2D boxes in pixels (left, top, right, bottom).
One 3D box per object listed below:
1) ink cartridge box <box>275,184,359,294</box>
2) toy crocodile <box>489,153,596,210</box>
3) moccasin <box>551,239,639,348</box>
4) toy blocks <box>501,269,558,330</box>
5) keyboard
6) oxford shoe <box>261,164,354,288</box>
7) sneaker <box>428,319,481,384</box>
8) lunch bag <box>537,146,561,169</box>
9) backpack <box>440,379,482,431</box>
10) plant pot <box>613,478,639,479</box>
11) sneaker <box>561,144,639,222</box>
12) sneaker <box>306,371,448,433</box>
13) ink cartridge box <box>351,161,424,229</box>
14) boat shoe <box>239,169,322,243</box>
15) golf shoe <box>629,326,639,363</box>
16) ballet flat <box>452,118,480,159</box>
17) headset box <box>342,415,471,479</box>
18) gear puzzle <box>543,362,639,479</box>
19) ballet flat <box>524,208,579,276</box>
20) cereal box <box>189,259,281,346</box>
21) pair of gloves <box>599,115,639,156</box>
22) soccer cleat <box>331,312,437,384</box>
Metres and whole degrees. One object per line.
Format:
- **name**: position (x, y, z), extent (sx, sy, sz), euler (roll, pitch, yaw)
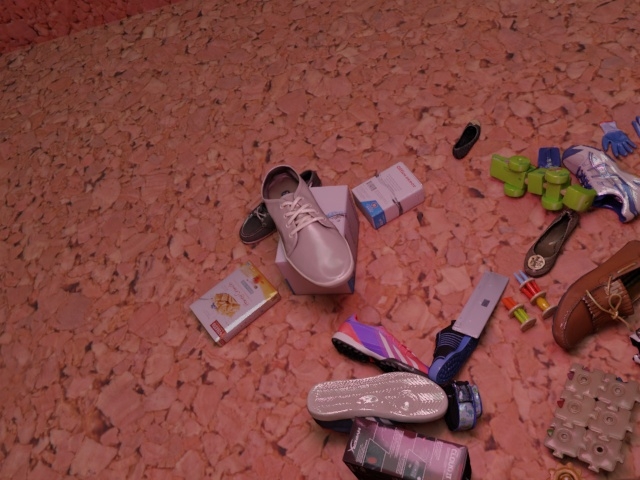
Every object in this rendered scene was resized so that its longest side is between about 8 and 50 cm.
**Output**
- **ink cartridge box**: position (0.000, 0.000, 1.854), extent (0.197, 0.198, 0.270), euler (-3, 55, 15)
- **toy crocodile**: position (0.650, -0.180, 1.827), extent (0.105, 0.115, 0.340), euler (-25, 36, -31)
- **moccasin**: position (0.750, 0.148, 1.570), extent (0.379, 0.139, 0.147), euler (-31, 27, -16)
- **toy blocks**: position (0.552, 0.159, 1.673), extent (0.123, 0.054, 0.148), euler (-28, 53, -5)
- **keyboard**: position (0.443, 0.170, 1.679), extent (0.072, 0.014, 0.256), euler (23, 47, 22)
- **oxford shoe**: position (-0.052, -0.049, 1.701), extent (0.169, 0.130, 0.449), euler (-27, 54, -5)
- **sneaker**: position (0.332, 0.288, 1.607), extent (0.090, 0.082, 0.232), euler (17, 35, 37)
- **lunch bag**: position (0.710, -0.247, 1.901), extent (0.067, 0.065, 0.099), euler (0, 57, 16)
- **backpack**: position (0.354, 0.414, 1.525), extent (0.084, 0.105, 0.115), euler (1, 64, -8)
- **plant pot**: position (0.643, 0.582, 1.218), extent (0.256, 0.274, 0.257), euler (-8, 54, 11)
- **sneaker**: position (0.814, -0.170, 1.791), extent (0.131, 0.112, 0.296), euler (-39, 54, -11)
- **sneaker**: position (0.145, 0.425, 1.555), extent (0.349, 0.148, 0.131), euler (-1, 48, 9)
- **ink cartridge box**: position (0.217, -0.145, 1.963), extent (0.190, 0.082, 0.140), euler (-29, 54, -6)
- **boat shoe**: position (-0.142, -0.122, 2.042), extent (0.335, 0.096, 0.112), euler (-36, 54, -10)
- **golf shoe**: position (0.828, 0.224, 1.536), extent (0.093, 0.077, 0.198), euler (6, 57, 20)
- **ballet flat**: position (0.491, -0.343, 2.041), extent (0.057, 0.049, 0.173), euler (19, 63, 26)
- **headset box**: position (0.221, 0.523, 1.415), extent (0.293, 0.218, 0.110), euler (9, 61, 21)
- **gear puzzle**: position (0.630, 0.459, 1.441), extent (0.175, 0.044, 0.339), euler (14, 57, 33)
- **ballet flat**: position (0.662, 0.000, 1.749), extent (0.084, 0.058, 0.250), euler (32, 70, 32)
- **cereal box**: position (-0.264, 0.191, 1.891), extent (0.240, 0.047, 0.173), euler (-39, 55, -12)
- **pair of gloves**: position (0.977, -0.329, 1.909), extent (0.198, 0.023, 0.159), euler (-10, 54, 10)
- **soccer cleat**: position (0.184, 0.296, 1.657), extent (0.318, 0.109, 0.116), euler (20, 60, 30)
